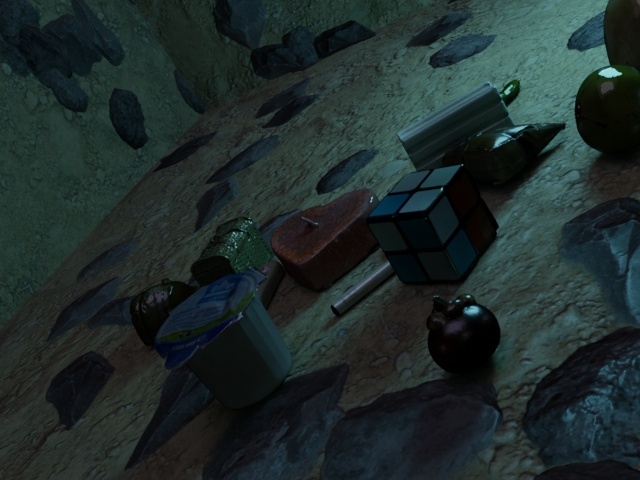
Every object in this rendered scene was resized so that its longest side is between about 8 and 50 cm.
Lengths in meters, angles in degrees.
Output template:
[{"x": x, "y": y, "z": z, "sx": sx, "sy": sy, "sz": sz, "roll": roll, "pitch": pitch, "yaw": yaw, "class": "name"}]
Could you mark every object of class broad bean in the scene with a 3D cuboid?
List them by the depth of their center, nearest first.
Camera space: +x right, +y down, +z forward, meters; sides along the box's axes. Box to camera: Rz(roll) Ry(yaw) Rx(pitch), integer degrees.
[{"x": 0.476, "y": -0.376, "z": 2.213, "sx": 0.254, "sy": 0.046, "sz": 0.065, "roll": -38, "pitch": 16, "yaw": -16, "class": "broad bean"}]

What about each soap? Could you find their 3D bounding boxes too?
[{"x": 0.345, "y": -0.260, "z": 1.996, "sx": 0.265, "sy": 0.160, "sz": 0.088, "roll": -30, "pitch": 22, "yaw": 8, "class": "soap"}]

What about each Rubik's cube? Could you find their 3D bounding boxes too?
[{"x": 0.232, "y": -0.032, "z": 1.647, "sx": 0.167, "sy": 0.183, "sz": 0.180, "roll": -7, "pitch": 35, "yaw": 49, "class": "Rubik's cube"}]

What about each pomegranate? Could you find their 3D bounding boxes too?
[{"x": 0.628, "y": -0.283, "z": 1.650, "sx": 0.210, "sy": 0.179, "sz": 0.179, "roll": -29, "pitch": 22, "yaw": 6, "class": "pomegranate"}]

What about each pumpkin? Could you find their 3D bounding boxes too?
[{"x": -0.426, "y": 0.164, "z": 2.183, "sx": 0.130, "sy": 0.126, "sz": 0.248, "roll": -25, "pitch": 23, "yaw": 13, "class": "pumpkin"}]

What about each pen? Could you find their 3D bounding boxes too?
[{"x": 0.133, "y": 0.074, "z": 1.755, "sx": 0.269, "sy": 0.033, "sz": 0.033, "roll": -38, "pitch": 23, "yaw": -11, "class": "pen"}]

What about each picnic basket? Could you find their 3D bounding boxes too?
[{"x": -0.240, "y": 0.049, "z": 2.138, "sx": 0.134, "sy": 0.154, "sz": 0.196, "roll": -20, "pitch": 26, "yaw": 30, "class": "picnic basket"}]

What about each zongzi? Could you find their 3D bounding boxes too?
[{"x": 0.424, "y": -0.222, "z": 1.892, "sx": 0.242, "sy": 0.112, "sz": 0.221, "roll": -34, "pitch": 20, "yaw": -24, "class": "zongzi"}]

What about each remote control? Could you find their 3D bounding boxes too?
[{"x": -0.152, "y": 0.124, "z": 2.013, "sx": 0.078, "sy": 0.042, "sz": 0.221, "roll": -19, "pitch": 26, "yaw": 28, "class": "remote control"}]

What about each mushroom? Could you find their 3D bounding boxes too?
[{"x": 0.770, "y": -0.455, "z": 1.733, "sx": 0.289, "sy": 0.293, "sz": 0.293, "roll": -5, "pitch": 30, "yaw": 16, "class": "mushroom"}]

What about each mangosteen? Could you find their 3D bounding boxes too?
[{"x": 0.231, "y": 0.149, "z": 1.334, "sx": 0.140, "sy": 0.140, "sz": 0.140, "roll": -27, "pitch": 23, "yaw": 13, "class": "mangosteen"}]

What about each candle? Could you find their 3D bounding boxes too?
[{"x": 0.000, "y": 0.000, "z": 1.963, "sx": 0.316, "sy": 0.131, "sz": 0.287, "roll": -19, "pitch": 28, "yaw": 32, "class": "candle"}]

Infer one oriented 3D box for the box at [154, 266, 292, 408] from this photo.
[{"x": -0.182, "y": 0.227, "z": 1.626, "sx": 0.262, "sy": 0.206, "sz": 0.291, "roll": -23, "pitch": 25, "yaw": 25, "class": "box"}]
